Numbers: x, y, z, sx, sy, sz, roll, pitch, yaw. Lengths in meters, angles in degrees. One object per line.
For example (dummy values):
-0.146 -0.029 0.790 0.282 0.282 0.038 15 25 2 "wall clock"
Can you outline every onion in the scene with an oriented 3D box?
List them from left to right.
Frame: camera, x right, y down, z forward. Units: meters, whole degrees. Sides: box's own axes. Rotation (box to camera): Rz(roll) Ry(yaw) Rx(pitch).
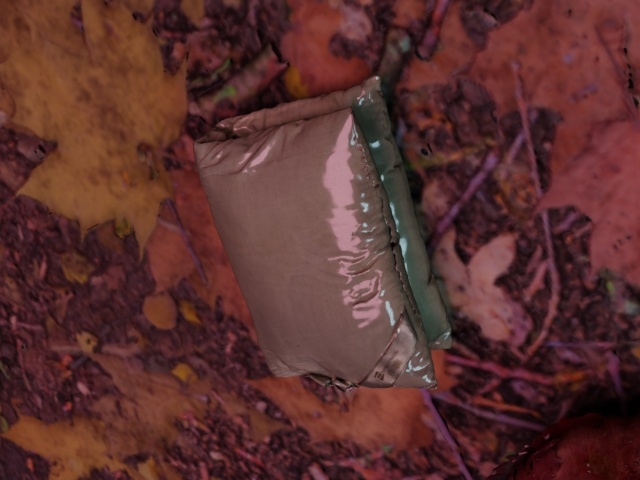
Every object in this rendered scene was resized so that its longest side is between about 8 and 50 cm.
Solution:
0.171 0.187 0.727 0.184 0.147 0.184 6 115 14 "onion"

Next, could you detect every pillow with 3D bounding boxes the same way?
0.000 0.000 0.784 0.134 0.078 0.181 -5 109 35 "pillow"
